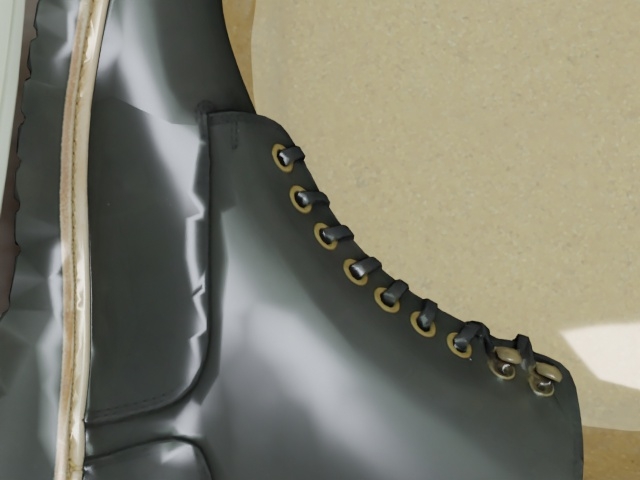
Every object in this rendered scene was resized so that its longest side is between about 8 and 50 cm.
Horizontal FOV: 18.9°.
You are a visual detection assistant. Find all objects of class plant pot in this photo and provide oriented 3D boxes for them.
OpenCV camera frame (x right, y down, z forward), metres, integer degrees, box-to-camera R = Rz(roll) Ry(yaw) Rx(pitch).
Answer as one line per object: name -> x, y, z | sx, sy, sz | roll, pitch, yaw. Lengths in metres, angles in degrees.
plant pot -> 0.080, -0.049, 0.481 | 0.236, 0.032, 0.236 | 0, 79, 0

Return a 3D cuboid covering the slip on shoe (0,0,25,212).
slip on shoe -> -0.116, -0.026, 0.402 | 0.101, 0.123, 0.331 | 9, 73, -10

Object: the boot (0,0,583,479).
boot -> 0.000, 0.000, 0.428 | 0.137, 0.077, 0.198 | 7, 91, -4
